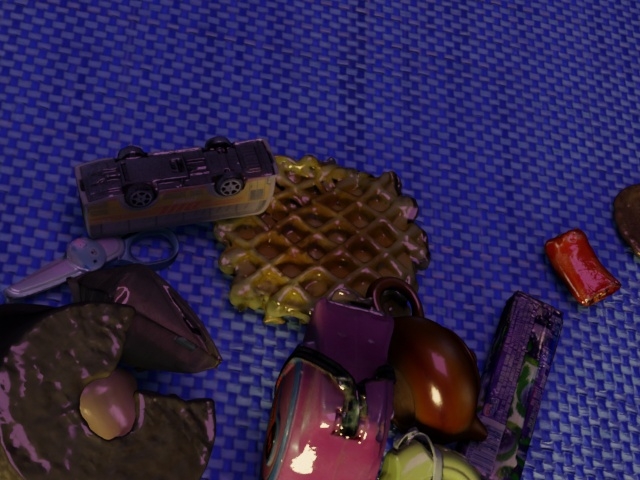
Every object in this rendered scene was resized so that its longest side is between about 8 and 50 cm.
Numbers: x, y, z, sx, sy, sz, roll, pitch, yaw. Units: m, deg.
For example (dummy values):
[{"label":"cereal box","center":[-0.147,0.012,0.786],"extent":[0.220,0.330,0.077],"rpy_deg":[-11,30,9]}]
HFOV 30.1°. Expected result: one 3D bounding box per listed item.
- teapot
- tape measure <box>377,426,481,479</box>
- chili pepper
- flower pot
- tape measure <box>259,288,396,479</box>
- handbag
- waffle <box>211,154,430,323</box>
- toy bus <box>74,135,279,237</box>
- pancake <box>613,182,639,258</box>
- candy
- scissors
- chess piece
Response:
[{"label":"teapot","center":[0.141,0.159,1.579],"extent":[0.135,0.178,0.252],"rpy_deg":[-19,77,-29]},{"label":"tape measure","center":[0.133,0.333,1.502],"extent":[0.154,0.087,0.177],"rpy_deg":[19,87,-14]},{"label":"chili pepper","center":[0.396,0.038,1.817],"extent":[0.123,0.073,0.070],"rpy_deg":[60,18,19]},{"label":"flower pot","center":[-0.262,0.210,1.196],"extent":[0.379,0.251,0.379],"rpy_deg":[13,63,-27]},{"label":"tape measure","center":[0.016,0.220,1.463],"extent":[0.149,0.245,0.231],"rpy_deg":[14,39,-9]},{"label":"handbag","center":[-0.215,0.100,1.462],"extent":[0.182,0.270,0.117],"rpy_deg":[31,80,-18]},{"label":"waffle","center":[0.000,0.000,1.706],"extent":[0.317,0.073,0.297],"rpy_deg":[3,52,-8]},{"label":"toy bus","center":[-0.195,-0.072,1.620],"extent":[0.268,0.106,0.092],"rpy_deg":[-9,51,-16]},{"label":"pancake","center":[0.567,-0.017,1.938],"extent":[0.199,0.021,0.199],"rpy_deg":[10,55,-14]},{"label":"candy","center":[0.263,0.215,1.663],"extent":[0.088,0.061,0.312],"rpy_deg":[27,55,-2]},{"label":"scissors","center":[-0.314,0.024,1.606],"extent":[0.256,0.030,0.125],"rpy_deg":[-30,71,-34]},{"label":"chess piece","center":[-0.213,0.273,1.439],"extent":[0.117,0.117,0.397],"rpy_deg":[-28,69,-31]}]
